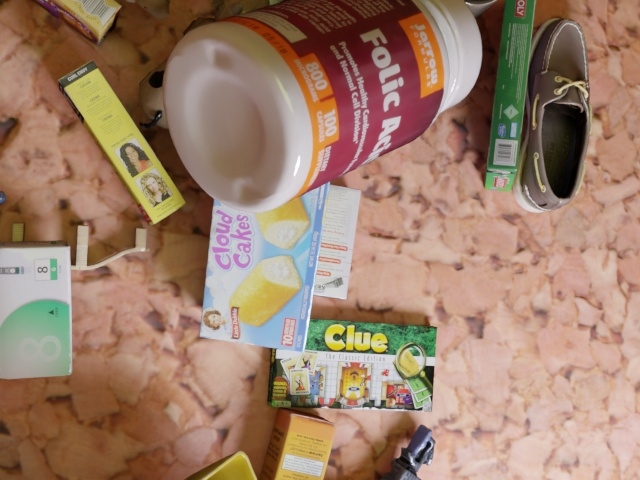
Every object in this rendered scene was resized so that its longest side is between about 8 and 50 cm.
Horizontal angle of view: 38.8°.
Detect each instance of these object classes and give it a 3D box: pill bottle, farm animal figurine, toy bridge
[{"bbox_3d":[0.019,-0.200,1.141,0.392,0.224,0.224,-30,97,-41],"label":"pill bottle"},{"bbox_3d":[-0.160,-0.290,1.238,0.330,0.172,0.326,22,95,-14],"label":"farm animal figurine"},{"bbox_3d":[-0.335,0.009,1.279,0.188,0.026,0.063,3,90,-17],"label":"toy bridge"}]

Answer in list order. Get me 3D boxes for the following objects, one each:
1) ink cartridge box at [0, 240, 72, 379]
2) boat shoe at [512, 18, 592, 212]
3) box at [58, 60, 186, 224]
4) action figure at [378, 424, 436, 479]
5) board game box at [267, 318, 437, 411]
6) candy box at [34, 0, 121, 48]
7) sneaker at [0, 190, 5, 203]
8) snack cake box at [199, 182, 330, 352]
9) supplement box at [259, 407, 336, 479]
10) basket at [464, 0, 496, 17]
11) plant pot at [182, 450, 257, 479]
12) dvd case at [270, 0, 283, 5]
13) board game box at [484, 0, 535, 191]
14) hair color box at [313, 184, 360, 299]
[{"bbox_3d":[-0.448,0.094,1.214,0.225,0.056,0.181,-2,99,-19],"label":"ink cartridge box"},{"bbox_3d":[0.386,-0.207,1.467,0.117,0.097,0.324,12,85,-16],"label":"boat shoe"},{"bbox_3d":[-0.277,-0.133,1.271,0.058,0.087,0.232,-35,99,-13],"label":"box"},{"bbox_3d":[0.140,0.460,1.335,0.330,0.178,0.341,31,83,-24],"label":"action figure"},{"bbox_3d":[0.052,0.190,1.389,0.260,0.030,0.136,4,85,-17],"label":"board game box"},{"bbox_3d":[-0.363,-0.349,1.239,0.187,0.109,0.053,37,79,-13],"label":"candy box"},{"bbox_3d":[-0.495,-0.067,1.221,0.135,0.052,0.058,-2,85,-17],"label":"sneaker"},{"bbox_3d":[-0.077,0.011,1.256,0.152,0.089,0.264,8,111,-1],"label":"snack cake box"},{"bbox_3d":[-0.049,0.368,1.327,0.080,0.078,0.233,15,83,-16],"label":"supplement box"},{"bbox_3d":[0.174,-0.378,1.341,0.204,0.227,0.154,-7,90,-16],"label":"basket"},{"bbox_3d":[-0.187,0.432,1.198,0.212,0.187,0.212,-22,90,-60],"label":"plant pot"},{"bbox_3d":[-0.032,-0.368,1.351,0.180,0.022,0.253,16,97,-13],"label":"dvd case"},{"bbox_3d":[0.289,-0.246,1.381,0.046,0.213,0.317,6,86,11],"label":"board game box"},{"bbox_3d":[0.000,0.000,1.366,0.093,0.053,0.167,9,85,-15],"label":"hair color box"}]
